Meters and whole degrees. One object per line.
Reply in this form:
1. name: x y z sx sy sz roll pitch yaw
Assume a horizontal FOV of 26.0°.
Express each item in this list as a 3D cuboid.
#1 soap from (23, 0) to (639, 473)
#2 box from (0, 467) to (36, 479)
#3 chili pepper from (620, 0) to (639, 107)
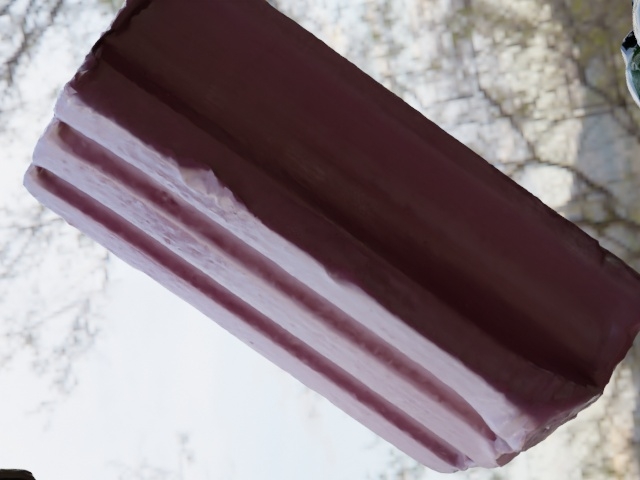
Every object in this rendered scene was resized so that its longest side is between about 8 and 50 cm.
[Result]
1. soap: 0.000 0.000 0.869 0.128 0.359 0.233 -58 9 -20
2. box: -0.292 0.242 1.101 0.125 0.027 0.126 8 -90 -28
3. chili pepper: 0.246 -0.140 0.796 0.261 0.165 0.174 56 -175 19
